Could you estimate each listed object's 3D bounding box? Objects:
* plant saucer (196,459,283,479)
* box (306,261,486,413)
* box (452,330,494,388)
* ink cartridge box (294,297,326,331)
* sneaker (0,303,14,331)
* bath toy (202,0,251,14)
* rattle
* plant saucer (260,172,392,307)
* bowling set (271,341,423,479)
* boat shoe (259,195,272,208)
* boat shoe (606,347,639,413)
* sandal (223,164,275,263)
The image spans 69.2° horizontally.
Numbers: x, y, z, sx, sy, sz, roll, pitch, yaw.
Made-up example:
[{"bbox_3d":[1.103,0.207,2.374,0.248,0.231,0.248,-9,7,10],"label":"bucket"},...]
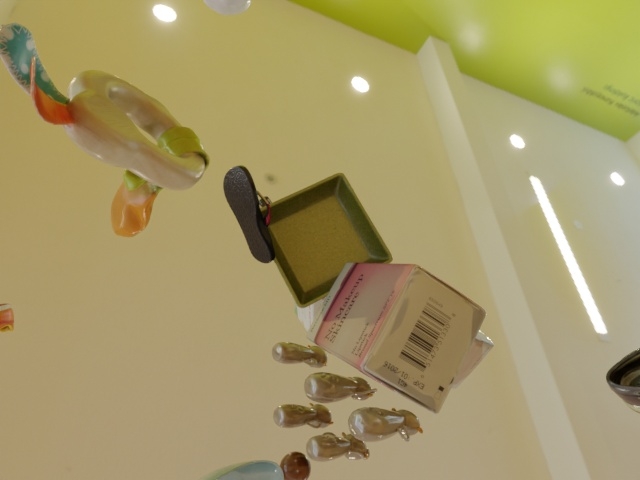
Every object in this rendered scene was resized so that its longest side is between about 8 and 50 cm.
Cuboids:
[{"bbox_3d":[-0.125,0.303,0.490,0.195,0.195,0.037,-21,-141,-40],"label":"plant saucer"},{"bbox_3d":[0.093,0.123,0.667,0.127,0.232,0.148,33,-102,-15],"label":"box"},{"bbox_3d":[0.212,0.205,0.958,0.311,0.148,0.121,22,-161,-43],"label":"box"},{"bbox_3d":[-0.007,0.153,1.226,0.093,0.212,0.154,-4,-78,-14],"label":"ink cartridge box"},{"bbox_3d":[-0.601,0.153,0.789,0.175,0.064,0.067,-10,-88,-70],"label":"sneaker"},{"bbox_3d":[-0.133,-0.557,0.756,0.151,0.129,0.348,7,-88,-43],"label":"bath toy"},{"bbox_3d":[-0.194,-0.069,0.377,0.130,0.143,0.200,64,-164,-3],"label":"rattle"},{"bbox_3d":[0.000,0.000,0.820,0.188,0.045,0.188,-26,-101,-14],"label":"plant saucer"},{"bbox_3d":[0.009,0.320,0.821,0.154,0.200,0.287,20,-171,-44],"label":"bowling set"},{"bbox_3d":[-0.087,-0.031,0.929,0.038,0.046,0.125,-40,-82,-23],"label":"boat shoe"},{"bbox_3d":[0.427,0.127,0.501,0.073,0.223,0.080,26,-139,-31],"label":"boat shoe"},{"bbox_3d":[-0.106,-0.044,0.740,0.067,0.179,0.040,17,-135,36],"label":"sandal"}]
